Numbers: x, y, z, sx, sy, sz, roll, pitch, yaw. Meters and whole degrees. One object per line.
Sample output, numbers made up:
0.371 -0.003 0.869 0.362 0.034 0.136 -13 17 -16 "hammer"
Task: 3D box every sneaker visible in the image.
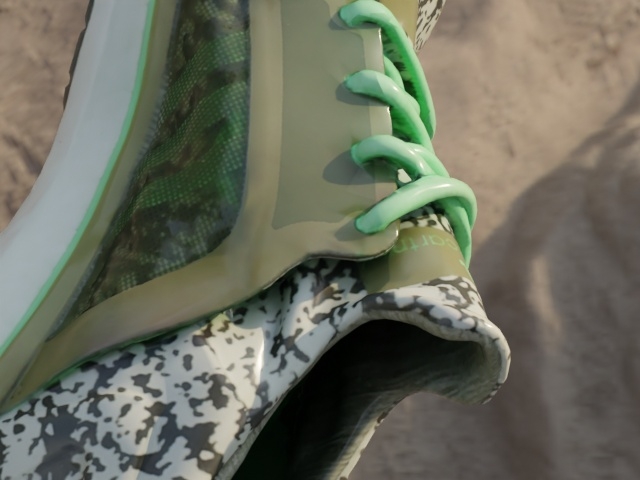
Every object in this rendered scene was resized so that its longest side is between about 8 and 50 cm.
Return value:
0.000 0.000 0.629 0.410 0.182 0.158 -64 147 -19 "sneaker"
